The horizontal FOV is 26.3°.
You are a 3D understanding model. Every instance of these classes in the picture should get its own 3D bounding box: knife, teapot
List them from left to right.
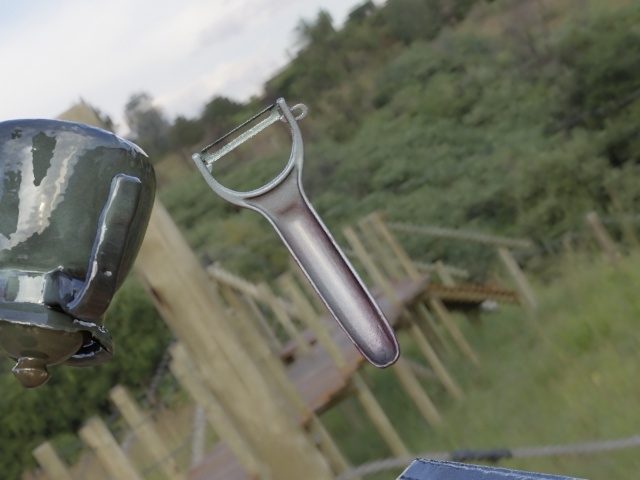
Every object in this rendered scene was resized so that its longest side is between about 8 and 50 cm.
[{"bbox_3d":[-0.276,0.024,1.529,0.305,0.285,0.223,-5,-20,30],"label":"teapot"},{"bbox_3d":[0.000,0.000,1.338,0.123,0.278,0.053,-34,-5,2],"label":"knife"}]

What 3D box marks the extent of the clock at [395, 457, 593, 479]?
[{"bbox_3d":[0.193,0.255,0.918,0.049,0.273,0.279,-43,13,-21],"label":"clock"}]
